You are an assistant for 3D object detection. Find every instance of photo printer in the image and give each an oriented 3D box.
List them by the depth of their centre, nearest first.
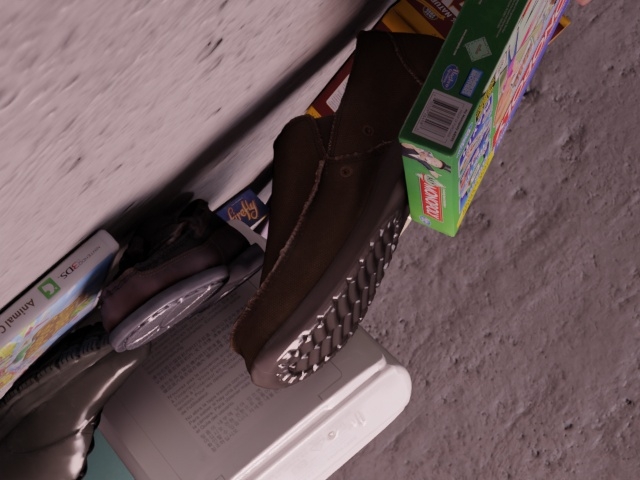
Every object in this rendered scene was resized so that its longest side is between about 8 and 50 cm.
[{"bbox_3d":[-0.100,0.125,1.141,0.256,0.307,0.107,-39,139,-12],"label":"photo printer"}]

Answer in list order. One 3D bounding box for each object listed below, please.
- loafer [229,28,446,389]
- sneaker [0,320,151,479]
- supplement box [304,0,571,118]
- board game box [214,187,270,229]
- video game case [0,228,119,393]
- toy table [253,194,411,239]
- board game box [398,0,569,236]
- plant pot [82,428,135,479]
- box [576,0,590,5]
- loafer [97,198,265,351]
[{"bbox_3d":[0.011,-0.037,1.020,0.365,0.130,0.133,-60,166,-25],"label":"loafer"},{"bbox_3d":[-0.250,0.182,1.066,0.286,0.130,0.109,-39,-172,15],"label":"sneaker"},{"bbox_3d":[0.122,-0.181,1.229,0.191,0.129,0.194,-43,179,-39],"label":"supplement box"},{"bbox_3d":[-0.177,0.050,1.402,0.243,0.042,0.165,-45,179,38],"label":"board game box"},{"bbox_3d":[-0.244,0.088,0.908,0.193,0.023,0.212,-44,179,-23],"label":"video game case"},{"bbox_3d":[0.000,0.000,1.494,0.252,0.161,0.274,-67,-173,-27],"label":"toy table"},{"bbox_3d":[0.155,-0.176,0.944,0.317,0.046,0.213,-63,166,-10],"label":"board game box"},{"bbox_3d":[-0.219,0.250,1.616,0.235,0.293,0.293,-58,180,-4],"label":"plant pot"},{"bbox_3d":[0.336,-0.386,1.347,0.148,0.127,0.232,-44,179,0],"label":"box"},{"bbox_3d":[-0.129,0.019,0.984,0.109,0.095,0.302,-37,177,11],"label":"loafer"}]
